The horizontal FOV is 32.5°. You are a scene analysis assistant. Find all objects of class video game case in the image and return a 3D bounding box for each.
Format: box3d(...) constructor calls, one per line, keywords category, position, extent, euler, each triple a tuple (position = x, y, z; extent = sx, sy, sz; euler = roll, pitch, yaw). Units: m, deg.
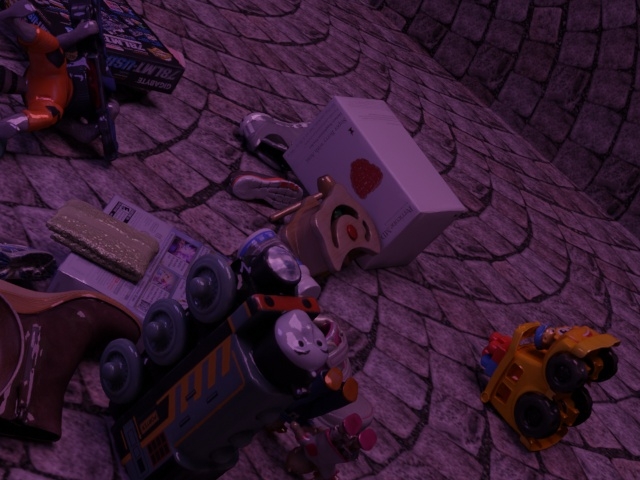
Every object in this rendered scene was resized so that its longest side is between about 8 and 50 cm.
box3d(category="video game case", position=(-0.234, 0.065, 1.558), extent=(0.244, 0.061, 0.269), euler=(30, 24, -6))

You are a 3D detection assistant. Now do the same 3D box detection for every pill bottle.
box3d(category="pill bottle", position=(-0.067, 0.051, 1.776), extent=(0.137, 0.078, 0.078), euler=(46, 26, 26))

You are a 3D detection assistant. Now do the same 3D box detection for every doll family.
box3d(category="doll family", position=(-0.043, 0.193, 1.417), extent=(0.263, 0.163, 0.118), euler=(48, 40, -14))

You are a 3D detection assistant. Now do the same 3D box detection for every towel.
box3d(category="towel", position=(-0.296, -0.004, 1.503), extent=(0.148, 0.027, 0.110), euler=(30, 25, -7))

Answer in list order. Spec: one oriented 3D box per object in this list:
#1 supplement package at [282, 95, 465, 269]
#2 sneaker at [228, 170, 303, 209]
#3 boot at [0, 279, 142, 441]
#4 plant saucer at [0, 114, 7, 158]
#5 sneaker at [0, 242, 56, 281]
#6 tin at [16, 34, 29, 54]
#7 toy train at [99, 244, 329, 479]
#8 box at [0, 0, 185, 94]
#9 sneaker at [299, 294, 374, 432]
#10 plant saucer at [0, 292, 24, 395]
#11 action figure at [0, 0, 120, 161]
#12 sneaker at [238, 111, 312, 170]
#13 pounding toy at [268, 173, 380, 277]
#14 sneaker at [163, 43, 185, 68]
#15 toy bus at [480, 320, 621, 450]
box3d(category="supplement package", position=(0.102, -0.113, 2.124), extent=(0.175, 0.177, 0.293), euler=(-5, 54, -54))
box3d(category="sneaker", position=(-0.103, -0.105, 2.052), extent=(0.158, 0.061, 0.065), euler=(15, 24, -38))
box3d(category="boot", position=(-0.317, 0.152, 1.298), extent=(0.248, 0.090, 0.207), euler=(18, 40, -34))
box3d(category="plant saucer", position=(-0.612, -0.216, 1.633), extent=(0.317, 0.043, 0.317), euler=(27, 24, -13))
box3d(category="sneaker", position=(-0.416, 0.028, 1.423), extent=(0.135, 0.052, 0.058), euler=(8, 11, -30))
box3d(category="tin", position=(-0.478, -0.348, 2.061), extent=(0.190, 0.040, 0.106), euler=(27, 21, -15))
box3d(category="toy train", position=(-0.121, 0.152, 1.235), extent=(0.142, 0.334, 0.190), euler=(7, 50, -48))
box3d(category="box", position=(-0.445, -0.404, 2.076), extent=(0.295, 0.073, 0.293), euler=(3, 39, -50))
box3d(category="sneaker", position=(-0.001, 0.175, 1.550), extent=(0.252, 0.111, 0.103), euler=(45, 19, -22))
box3d(category="plant saucer", position=(-0.419, 0.121, 1.174), extent=(0.199, 0.036, 0.198), euler=(8, 50, -10))
box3d(category="action figure", position=(-0.438, -0.295, 1.766), extent=(0.178, 0.341, 0.330), euler=(-6, -2, 10))
box3d(category="sneaker", position=(-0.053, -0.183, 2.247), extent=(0.229, 0.086, 0.132), euler=(7, 39, -28))
box3d(category="pounding toy", position=(0.000, 0.000, 1.971), extent=(0.154, 0.155, 0.269), euler=(58, 29, -16))
box3d(category="sneaker", position=(-0.337, -0.393, 2.307), extent=(0.134, 0.051, 0.070), euler=(44, 24, 14))
box3d(category="toy bus", position=(0.371, 0.212, 1.870), extent=(0.149, 0.220, 0.211), euler=(-4, 38, -48))
